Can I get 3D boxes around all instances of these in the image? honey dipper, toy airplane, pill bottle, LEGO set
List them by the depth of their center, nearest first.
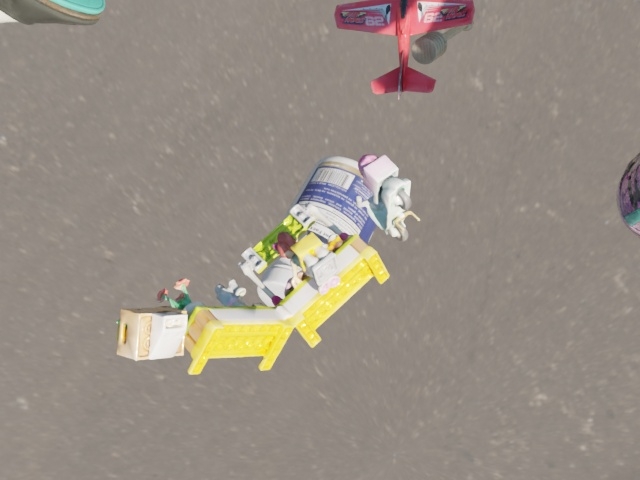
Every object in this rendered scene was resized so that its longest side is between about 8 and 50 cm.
[{"bbox_3d":[-0.057,0.026,0.953,0.287,0.132,0.107,-29,53,-25],"label":"LEGO set"},{"bbox_3d":[0.090,-0.213,1.210,0.151,0.028,0.151,-3,72,11],"label":"toy airplane"},{"bbox_3d":[0.000,0.000,1.231,0.094,0.094,0.169,25,61,8],"label":"pill bottle"},{"bbox_3d":[0.142,-0.232,1.294,0.031,0.161,0.030,10,116,21],"label":"honey dipper"}]

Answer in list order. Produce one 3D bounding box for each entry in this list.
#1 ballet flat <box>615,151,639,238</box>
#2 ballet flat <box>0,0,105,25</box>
[{"bbox_3d":[0.263,-0.073,0.631,0.221,0.079,0.077,-35,88,-2],"label":"ballet flat"},{"bbox_3d":[-0.331,-0.261,1.063,0.096,0.280,0.095,-34,53,24],"label":"ballet flat"}]
